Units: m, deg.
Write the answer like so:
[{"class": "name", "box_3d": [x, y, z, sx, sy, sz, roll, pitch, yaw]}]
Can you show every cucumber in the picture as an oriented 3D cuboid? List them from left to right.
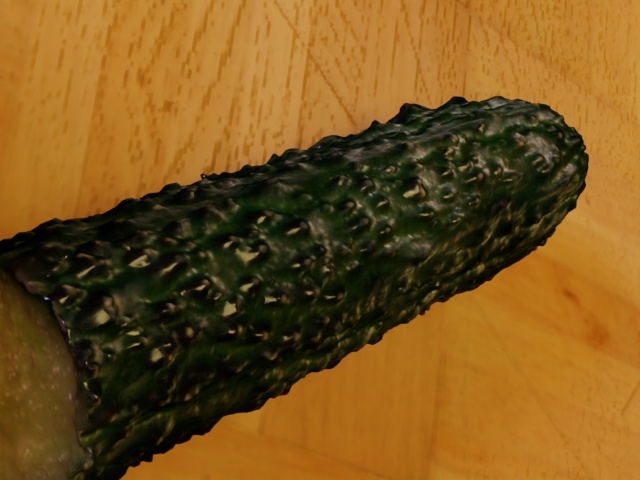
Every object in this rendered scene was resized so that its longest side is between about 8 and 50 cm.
[{"class": "cucumber", "box_3d": [0.000, 0.000, 0.627, 0.359, 0.096, 0.096, -25, 98, -49]}]
